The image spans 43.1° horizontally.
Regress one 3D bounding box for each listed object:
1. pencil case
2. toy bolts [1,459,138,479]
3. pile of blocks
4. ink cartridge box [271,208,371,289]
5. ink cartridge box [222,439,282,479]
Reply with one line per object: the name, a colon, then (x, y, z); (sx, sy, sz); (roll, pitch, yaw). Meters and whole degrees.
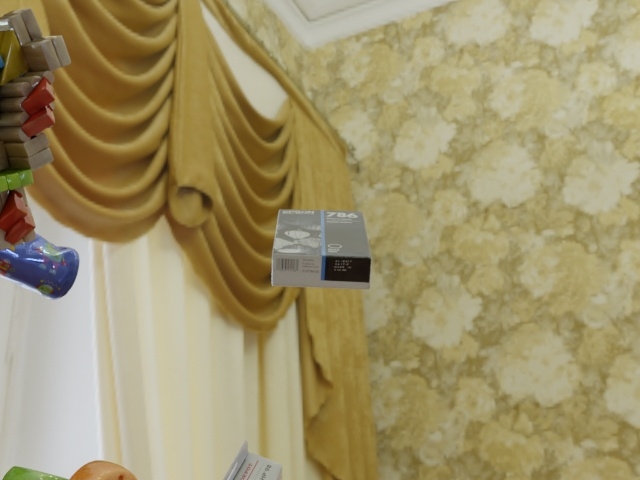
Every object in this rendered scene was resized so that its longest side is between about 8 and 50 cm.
pencil case: (-0.641, 0.009, 1.646); (0.119, 0.133, 0.306); (-32, -48, 30)
toy bolts: (-0.196, 0.335, 0.789); (0.159, 0.218, 0.228); (0, -22, 25)
pile of blocks: (-0.431, -0.152, 1.110); (0.113, 0.362, 0.149); (4, -4, 32)
ink cartridge box: (0.000, 0.000, 1.457); (0.166, 0.065, 0.332); (1, 17, -2)
ink cartridge box: (-0.103, 0.390, 1.198); (0.060, 0.104, 0.180); (18, -42, 16)
